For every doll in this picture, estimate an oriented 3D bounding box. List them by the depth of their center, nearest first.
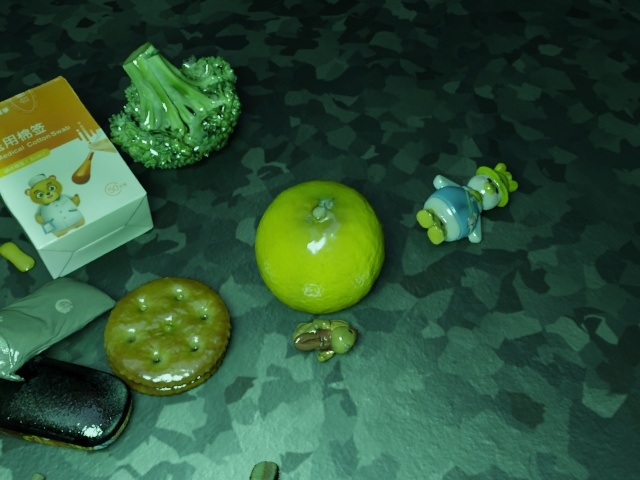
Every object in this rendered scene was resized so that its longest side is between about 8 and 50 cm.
[{"bbox_3d":[0.293,-0.076,1.265,0.241,0.098,0.135,-32,54,-20],"label":"doll"}]

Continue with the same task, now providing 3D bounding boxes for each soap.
[{"bbox_3d":[-0.588,0.031,1.230,0.089,0.012,0.034,33,59,22],"label":"soap"}]

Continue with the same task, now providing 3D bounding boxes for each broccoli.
[{"bbox_3d":[-0.309,-0.276,1.340,0.260,0.235,0.288,30,41,-21],"label":"broccoli"}]

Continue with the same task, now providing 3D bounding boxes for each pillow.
[{"bbox_3d":[-0.482,0.132,1.071,0.169,0.059,0.255,16,32,24],"label":"pillow"}]

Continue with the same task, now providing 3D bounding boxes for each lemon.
[{"bbox_3d":[0.000,0.000,1.130,0.240,0.219,0.240,1,57,-1],"label":"lemon"}]

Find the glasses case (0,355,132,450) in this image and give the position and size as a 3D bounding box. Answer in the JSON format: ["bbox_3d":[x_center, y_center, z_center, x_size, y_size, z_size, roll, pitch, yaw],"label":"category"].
[{"bbox_3d":[-0.462,0.251,1.020,0.321,0.082,0.122,10,51,8],"label":"glasses case"}]

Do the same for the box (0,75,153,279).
[{"bbox_3d":[-0.510,-0.129,1.232,0.225,0.143,0.341,-31,71,-22],"label":"box"}]

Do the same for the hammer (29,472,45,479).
[{"bbox_3d":[-0.394,0.387,0.960,0.110,0.019,0.035,17,55,9],"label":"hammer"}]

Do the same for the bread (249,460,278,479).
[{"bbox_3d":[-0.085,0.373,0.946,0.043,0.062,0.109,0,50,1],"label":"bread"}]

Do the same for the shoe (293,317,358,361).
[{"bbox_3d":[0.006,0.172,1.094,0.109,0.072,0.069,16,16,6],"label":"shoe"}]

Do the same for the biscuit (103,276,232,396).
[{"bbox_3d":[-0.263,0.163,1.101,0.220,0.066,0.220,2,53,-3],"label":"biscuit"}]
